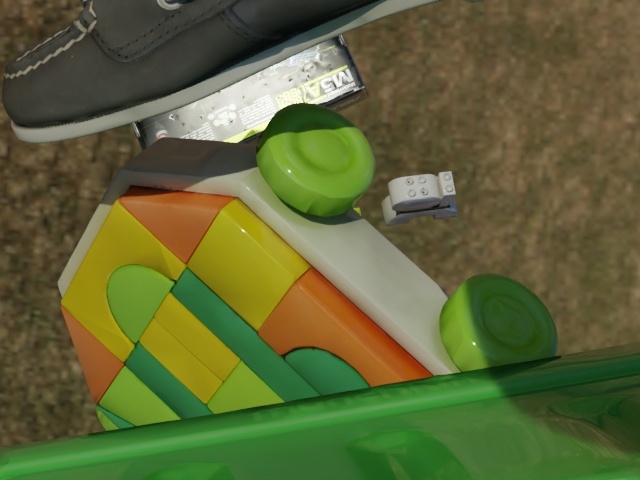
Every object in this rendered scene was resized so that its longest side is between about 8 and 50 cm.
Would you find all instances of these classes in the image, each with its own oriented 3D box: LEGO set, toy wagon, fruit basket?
[{"bbox_3d":[0.000,0.000,1.079,0.093,0.227,0.087,104,-23,-69],"label":"LEGO set"},{"bbox_3d":[0.015,0.098,0.776,0.068,0.344,0.267,-41,172,-42],"label":"toy wagon"},{"bbox_3d":[0.035,0.203,0.650,0.392,0.392,0.282,-2,81,-56],"label":"fruit basket"}]

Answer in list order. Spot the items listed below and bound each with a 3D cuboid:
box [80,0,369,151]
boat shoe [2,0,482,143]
[{"bbox_3d":[-0.082,-0.164,1.242,0.045,0.191,0.184,43,23,-82],"label":"box"},{"bbox_3d":[-0.011,-0.130,0.623,0.095,0.335,0.112,64,31,-20],"label":"boat shoe"}]
